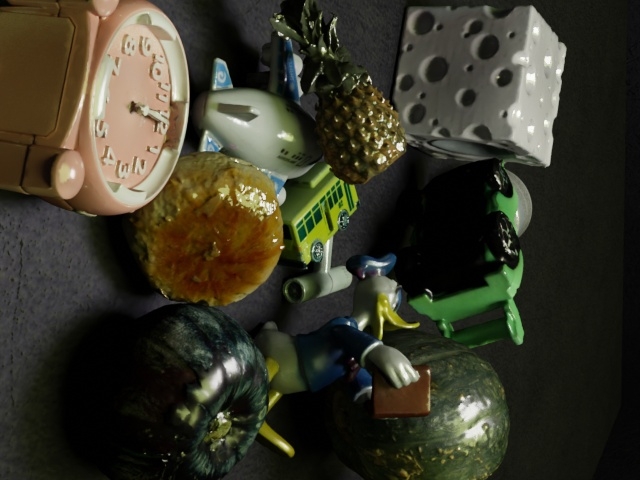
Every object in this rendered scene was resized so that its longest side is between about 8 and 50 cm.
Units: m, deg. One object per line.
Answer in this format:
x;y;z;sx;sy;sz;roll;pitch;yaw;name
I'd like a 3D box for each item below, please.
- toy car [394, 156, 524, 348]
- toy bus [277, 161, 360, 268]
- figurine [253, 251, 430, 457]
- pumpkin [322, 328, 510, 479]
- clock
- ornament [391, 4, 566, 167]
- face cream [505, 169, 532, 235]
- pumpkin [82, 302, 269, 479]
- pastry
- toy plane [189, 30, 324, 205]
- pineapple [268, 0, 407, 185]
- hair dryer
0.262;0.017;1.611;0.176;0.214;0.358;49;34;-31;toy car
-0.019;-0.043;1.331;0.175;0.088;0.101;-49;134;-41;toy bus
0.040;0.143;1.277;0.338;0.284;0.204;-59;151;-29;figurine
0.153;0.289;1.456;0.258;0.328;0.291;-10;109;-18;pumpkin
-0.230;-0.139;0.908;0.241;0.142;0.227;15;84;-70;clock
0.291;-0.279;1.654;0.239;0.240;0.239;12;86;-61;ornament
0.330;-0.055;1.843;0.153;0.177;0.177;-27;121;-57;face cream
-0.167;0.188;1.048;0.233;0.163;0.233;-34;138;-37;pumpkin
-0.136;-0.008;1.063;0.182;0.093;0.192;-15;130;-12;pastry
-0.076;-0.144;1.175;0.267;0.123;0.266;-29;124;-57;toy plane
0.017;-0.197;1.145;0.125;0.125;0.251;-47;114;-45;pineapple
-0.004;-0.001;1.425;0.155;0.044;0.183;-15;105;-59;hair dryer
